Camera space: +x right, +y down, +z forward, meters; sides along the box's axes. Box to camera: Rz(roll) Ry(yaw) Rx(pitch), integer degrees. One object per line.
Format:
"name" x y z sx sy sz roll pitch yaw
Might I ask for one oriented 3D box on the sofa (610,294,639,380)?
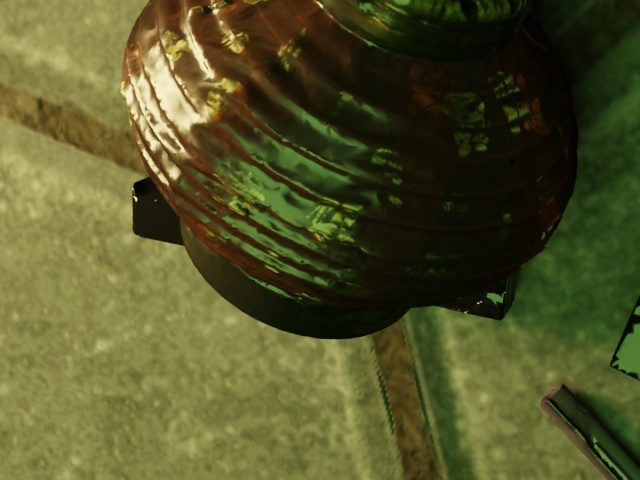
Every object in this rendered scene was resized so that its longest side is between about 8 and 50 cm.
"sofa" 0.241 0.058 0.882 0.147 0.060 0.085 24 100 17

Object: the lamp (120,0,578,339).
"lamp" 0.019 -0.072 0.835 0.247 0.247 0.247 9 111 23

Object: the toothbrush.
"toothbrush" 0.249 0.222 0.948 0.354 0.024 0.029 48 129 3

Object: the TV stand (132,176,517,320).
"TV stand" 0.000 0.000 0.982 0.249 0.042 0.036 12 115 23
